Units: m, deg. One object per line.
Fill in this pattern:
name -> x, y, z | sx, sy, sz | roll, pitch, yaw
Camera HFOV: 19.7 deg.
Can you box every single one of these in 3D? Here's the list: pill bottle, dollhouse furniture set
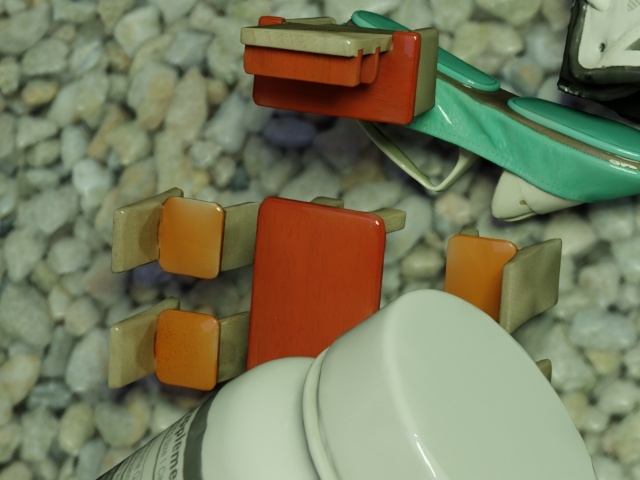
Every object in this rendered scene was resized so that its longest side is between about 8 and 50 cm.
pill bottle -> -0.035, 0.192, 1.015 | 0.361, 0.204, 0.204 | -36, 67, 27
dollhouse furniture set -> 0.000, 0.000, 1.095 | 0.262, 0.135, 0.259 | 9, 103, 21

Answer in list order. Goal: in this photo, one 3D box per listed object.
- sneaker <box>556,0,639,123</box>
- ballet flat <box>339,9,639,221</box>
sneaker -> 0.172, -0.233, 1.127 | 0.447, 0.169, 0.257 | 40, 98, 29
ballet flat -> 0.108, -0.062, 1.161 | 0.247, 0.083, 0.087 | 27, 110, 23
